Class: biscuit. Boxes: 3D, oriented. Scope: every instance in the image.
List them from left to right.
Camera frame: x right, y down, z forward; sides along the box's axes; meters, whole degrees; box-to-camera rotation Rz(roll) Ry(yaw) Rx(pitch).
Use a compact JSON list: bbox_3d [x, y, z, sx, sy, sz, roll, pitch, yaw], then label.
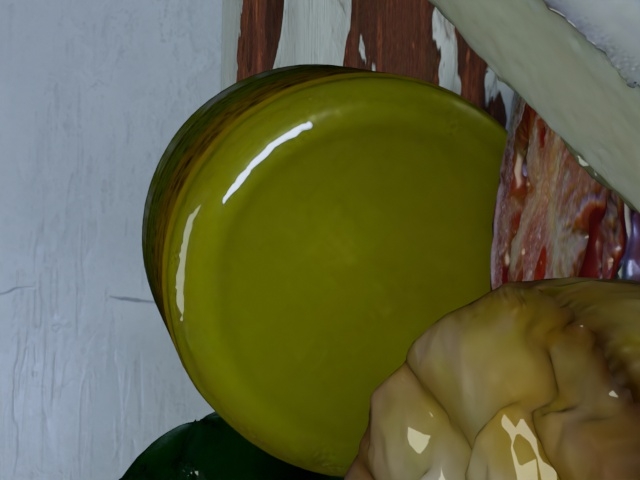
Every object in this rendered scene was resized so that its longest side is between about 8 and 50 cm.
[{"bbox_3d":[0.094,0.157,0.549,0.296,0.102,0.296,177,90,-68],"label":"biscuit"}]

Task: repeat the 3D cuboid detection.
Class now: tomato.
[{"bbox_3d":[0.131,-0.008,0.718,0.225,0.085,0.225,-177,90,-84],"label":"tomato"}]

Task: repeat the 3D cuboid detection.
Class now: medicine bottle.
[{"bbox_3d":[0.000,0.000,1.081,0.384,0.224,0.224,-144,56,-79],"label":"medicine bottle"}]

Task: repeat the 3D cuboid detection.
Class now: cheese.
[{"bbox_3d":[0.106,-0.034,0.521,0.400,0.034,0.085,52,171,37],"label":"cheese"}]

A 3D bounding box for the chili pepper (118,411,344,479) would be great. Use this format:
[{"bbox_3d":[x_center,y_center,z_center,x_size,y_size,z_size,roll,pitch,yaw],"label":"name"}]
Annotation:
[{"bbox_3d":[-0.030,0.247,1.237,0.233,0.249,0.256,-29,50,47],"label":"chili pepper"}]
